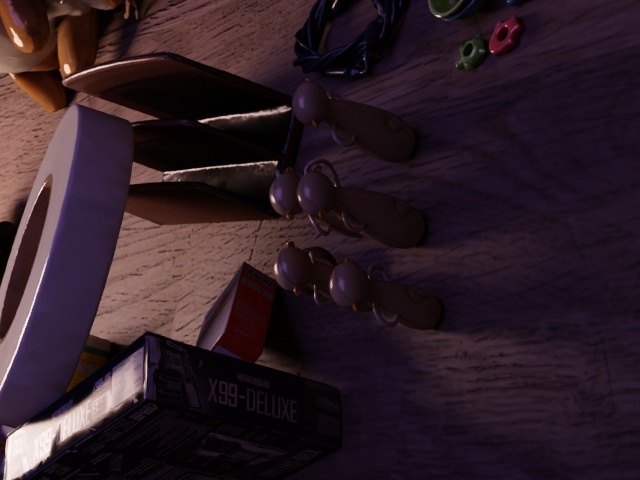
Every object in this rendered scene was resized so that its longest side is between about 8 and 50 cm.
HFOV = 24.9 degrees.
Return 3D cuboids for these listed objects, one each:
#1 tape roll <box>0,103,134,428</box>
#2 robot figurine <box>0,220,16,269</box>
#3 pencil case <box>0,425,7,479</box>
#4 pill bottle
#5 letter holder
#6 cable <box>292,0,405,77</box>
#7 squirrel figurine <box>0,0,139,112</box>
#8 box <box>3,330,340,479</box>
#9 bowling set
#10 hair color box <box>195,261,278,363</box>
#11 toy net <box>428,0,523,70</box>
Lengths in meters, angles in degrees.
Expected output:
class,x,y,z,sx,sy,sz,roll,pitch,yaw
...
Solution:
class,x,y,z,sx,sy,sz,roll,pitch,yaw
tape roll,-0.313,0.030,1.697,0.392,0.072,0.392,-163,90,-73
robot figurine,-0.631,0.030,2.353,0.209,0.278,0.174,36,143,19
pencil case,-0.467,0.246,2.038,0.124,0.124,0.284,22,112,57
pill bottle,-0.367,0.224,1.975,0.117,0.117,0.208,3,77,56
letter holder,-0.199,-0.124,1.819,0.302,0.214,0.152,-2,72,55
cable,0.027,-0.263,1.713,0.184,0.047,0.151,12,83,58
squirrel figurine,-0.428,-0.452,2.289,0.370,0.281,0.397,-33,50,35
box,-0.164,0.218,1.566,0.307,0.242,0.077,-36,46,43
bowling set,0.000,0.000,1.516,0.200,0.154,0.287,-41,42,37
hair color box,-0.100,0.106,1.646,0.093,0.053,0.167,-53,13,25
toy net,0.201,-0.268,1.459,0.232,0.045,0.122,-32,48,44
